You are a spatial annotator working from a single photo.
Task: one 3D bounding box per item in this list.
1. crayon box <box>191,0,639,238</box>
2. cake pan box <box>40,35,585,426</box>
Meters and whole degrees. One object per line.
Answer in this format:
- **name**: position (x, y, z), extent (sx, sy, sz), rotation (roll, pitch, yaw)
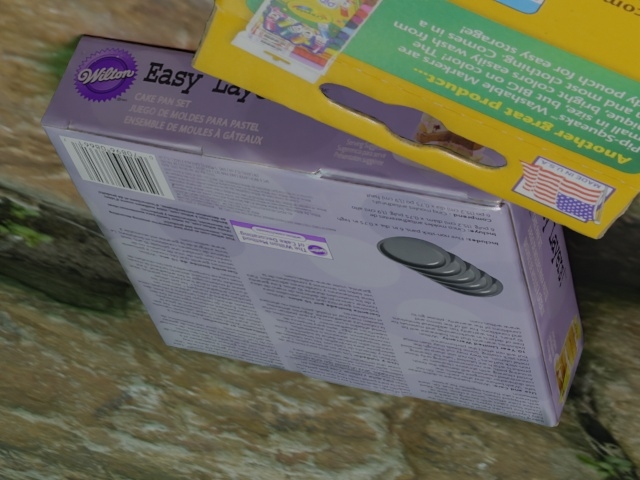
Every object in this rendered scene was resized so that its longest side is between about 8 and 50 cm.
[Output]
- **crayon box**: position (0.082, -0.131, 0.750), extent (0.203, 0.083, 0.323), rotation (23, 153, -4)
- **cake pan box**: position (0.000, 0.000, 1.084), extent (0.267, 0.070, 0.245), rotation (10, 150, 21)
